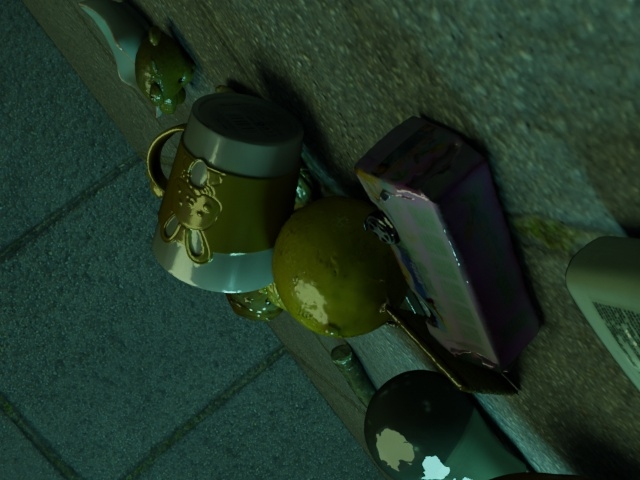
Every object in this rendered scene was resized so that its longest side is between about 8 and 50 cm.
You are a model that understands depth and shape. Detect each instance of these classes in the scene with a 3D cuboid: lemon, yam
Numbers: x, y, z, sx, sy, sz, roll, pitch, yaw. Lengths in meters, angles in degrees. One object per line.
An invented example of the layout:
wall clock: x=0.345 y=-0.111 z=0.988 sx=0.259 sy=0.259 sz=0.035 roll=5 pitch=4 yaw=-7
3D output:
lemon: x=0.024 y=0.029 z=0.972 sx=0.173 sy=0.174 sz=0.206 roll=60 pitch=-173 yaw=-35
yam: x=0.099 y=0.358 z=1.955 sx=0.061 sy=0.061 sz=0.274 roll=38 pitch=163 yaw=47

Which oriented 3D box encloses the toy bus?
toy bus: x=0.128 y=0.017 z=0.747 sx=0.112 sy=0.090 sz=0.274 roll=32 pitch=159 yaw=46

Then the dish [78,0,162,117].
dish: x=-0.337 y=-0.343 z=1.413 sx=0.151 sy=0.077 sz=0.212 roll=47 pitch=168 yaw=28

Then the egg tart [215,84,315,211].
egg tart: x=-0.103 y=-0.123 z=1.185 sx=0.232 sy=0.098 sz=0.252 roll=50 pitch=172 yaw=23

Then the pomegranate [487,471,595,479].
pomegranate: x=0.256 y=0.467 z=0.882 sx=0.411 sy=0.411 sz=0.411 roll=48 pitch=168 yaw=14

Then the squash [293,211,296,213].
squash: x=0.000 y=0.000 z=1.225 sx=0.183 sy=0.052 sz=0.052 roll=30 pitch=159 yaw=31

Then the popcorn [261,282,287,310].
popcorn: x=-0.045 y=0.059 z=1.408 sx=0.167 sy=0.152 sz=0.148 roll=32 pitch=-150 yaw=-35

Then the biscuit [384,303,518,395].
biscuit: x=0.163 y=0.137 z=0.935 sx=0.139 sy=0.016 sz=0.231 roll=46 pitch=-169 yaw=26

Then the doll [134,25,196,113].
doll: x=-0.251 y=-0.284 z=1.307 sx=0.209 sy=0.097 sz=0.137 roll=-93 pitch=-2 yaw=-84

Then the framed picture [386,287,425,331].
framed picture: x=0.031 y=0.053 z=1.191 sx=0.281 sy=0.019 sz=0.209 roll=16 pitch=148 yaw=42

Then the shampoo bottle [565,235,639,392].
shampoo bottle: x=0.257 y=0.051 z=0.419 sx=0.153 sy=0.071 sz=0.284 roll=54 pitch=166 yaw=-1

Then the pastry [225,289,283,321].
pastry: x=-0.146 y=0.021 z=1.576 sx=0.311 sy=0.162 sz=0.255 roll=84 pitch=160 yaw=-61

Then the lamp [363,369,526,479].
lamp: x=0.204 y=0.348 z=1.236 sx=0.314 sy=0.182 sz=0.182 roll=49 pitch=168 yaw=1

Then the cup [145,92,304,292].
cup: x=-0.139 y=-0.077 z=1.035 sx=0.241 sy=0.185 sz=0.226 roll=31 pitch=124 yaw=19
